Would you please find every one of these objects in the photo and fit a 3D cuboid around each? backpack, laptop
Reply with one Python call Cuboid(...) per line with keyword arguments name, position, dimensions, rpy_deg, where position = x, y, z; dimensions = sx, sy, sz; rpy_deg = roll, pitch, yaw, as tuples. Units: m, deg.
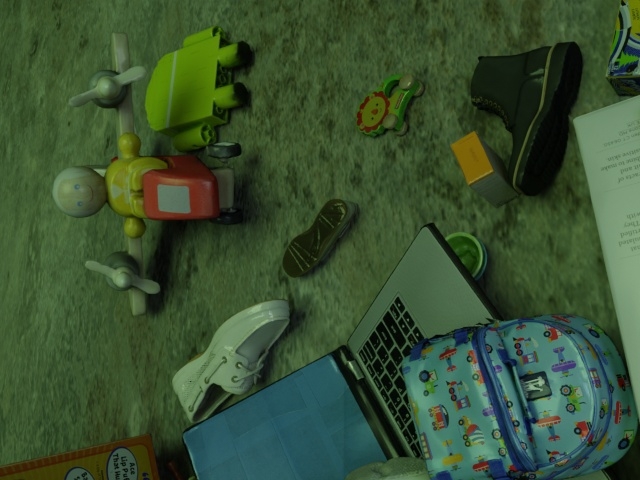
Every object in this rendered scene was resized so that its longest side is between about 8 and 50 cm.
Cuboid(name="backpack", position=(0.181, 0.142, 0.569), dimensions=(0.173, 0.117, 0.158), rpy_deg=(-24, 63, 32))
Cuboid(name="laptop", position=(0.050, 0.262, 0.717), dimensions=(0.382, 0.236, 0.408), rpy_deg=(59, 140, 32))

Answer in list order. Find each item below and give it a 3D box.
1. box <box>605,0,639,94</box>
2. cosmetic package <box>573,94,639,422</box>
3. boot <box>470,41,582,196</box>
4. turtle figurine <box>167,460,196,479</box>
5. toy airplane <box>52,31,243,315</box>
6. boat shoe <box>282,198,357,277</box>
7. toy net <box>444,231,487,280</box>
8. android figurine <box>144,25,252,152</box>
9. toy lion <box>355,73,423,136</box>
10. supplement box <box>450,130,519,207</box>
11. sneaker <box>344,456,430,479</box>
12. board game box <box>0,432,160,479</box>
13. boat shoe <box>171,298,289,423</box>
Cuboid(name="box", position=(0.376, -0.256, 0.723), dimensions=(0.054, 0.059, 0.169), rpy_deg=(10, 85, 41))
Cuboid(name="cosmetic package", position=(0.358, 0.059, 0.566), dimensions=(0.155, 0.197, 0.365), rpy_deg=(-18, 69, 32))
Cuboid(name="boot", position=(0.240, -0.153, 0.805), dimensions=(0.137, 0.077, 0.198), rpy_deg=(9, 71, 44))
Cuboid(name="turtle figurine", position=(-0.155, 0.426, 0.946), dimensions=(0.217, 0.087, 0.269), rpy_deg=(-40, 56, 24))
Cuboid(name="toy airplane", position=(-0.345, -0.106, 1.118), dimensions=(0.384, 0.272, 0.386), rpy_deg=(-48, 66, 43))
Cuboid(name="boat shoe", position=(-0.001, -0.002, 0.973), dimensions=(0.056, 0.048, 0.153), rpy_deg=(47, 115, 24))
Cuboid(name="toy net", position=(0.154, 0.107, 0.812), dimensions=(0.122, 0.045, 0.232), rpy_deg=(-1, 78, 38))
Cuboid(name="android figurine", position=(-0.248, -0.295, 1.234), dimensions=(0.273, 0.056, 0.248), rpy_deg=(-8, 73, 36))
Cuboid(name="toy lion", position=(0.097, -0.203, 0.954), dimensions=(0.096, 0.034, 0.100), rpy_deg=(27, 95, 47))
Cuboid(name="supplement box", position=(0.206, -0.086, 0.788), dimensions=(0.036, 0.098, 0.062), rpy_deg=(-31, 60, 25))
Cuboid(name="sneaker", position=(0.036, 0.315, 0.662), dimensions=(0.240, 0.091, 0.126), rpy_deg=(-28, 80, 26))
Cuboid(name="board game box", position=(-0.457, 0.531, 0.932), dimensions=(0.356, 0.356, 0.356), rpy_deg=(-32, 67, 38))
Cuboid(name="boat shoe", position=(-0.129, 0.195, 0.987), dimensions=(0.277, 0.098, 0.096), rpy_deg=(-46, 54, 31))
